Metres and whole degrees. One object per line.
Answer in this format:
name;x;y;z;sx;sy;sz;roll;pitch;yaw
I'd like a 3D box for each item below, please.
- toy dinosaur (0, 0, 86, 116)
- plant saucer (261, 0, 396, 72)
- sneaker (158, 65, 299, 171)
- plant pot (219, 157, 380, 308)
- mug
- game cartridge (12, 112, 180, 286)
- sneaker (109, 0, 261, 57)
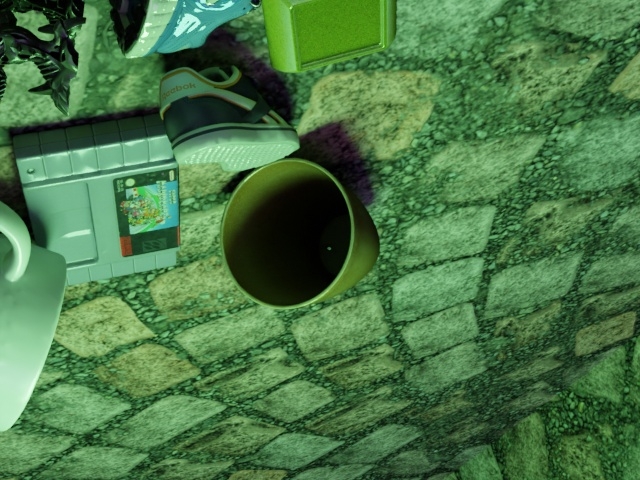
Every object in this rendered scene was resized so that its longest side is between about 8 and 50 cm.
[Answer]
toy dinosaur;-0.382;-0.238;1.135;0.218;0.164;0.322;11;157;-18
plant saucer;0.020;-0.300;1.350;0.188;0.045;0.188;-16;150;-6
sneaker;-0.123;-0.174;1.415;0.126;0.128;0.321;-21;175;15
plant pot;0.000;0.000;1.676;0.237;0.237;0.254;-32;162;20
mug;-0.543;0.066;1.400;0.328;0.276;0.374;20;128;-24
game cartridge;-0.330;-0.049;1.546;0.230;0.068;0.355;-8;148;-12
sneaker;-0.127;-0.337;1.154;0.147;0.130;0.330;-7;156;-35
